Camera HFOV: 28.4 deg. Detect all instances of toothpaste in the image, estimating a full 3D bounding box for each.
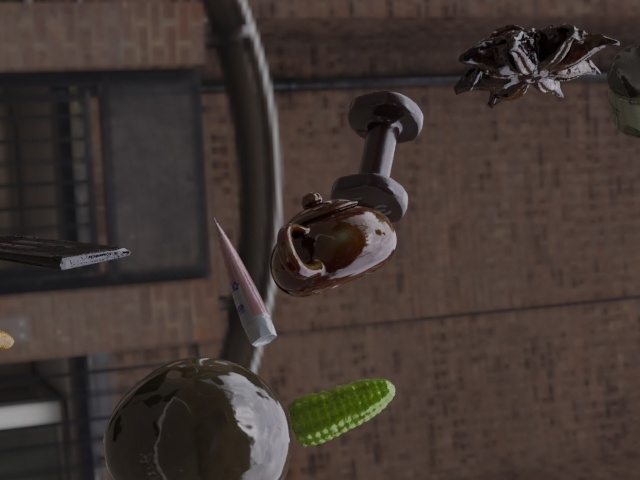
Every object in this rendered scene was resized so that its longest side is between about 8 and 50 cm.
[{"bbox_3d":[-0.118,0.061,1.857,0.067,0.043,0.194,80,-13,-68],"label":"toothpaste"}]

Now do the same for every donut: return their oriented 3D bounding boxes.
[{"bbox_3d":[-0.542,0.179,2.095,0.038,0.083,0.067,6,-93,25],"label":"donut"}]

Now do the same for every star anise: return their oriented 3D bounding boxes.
[{"bbox_3d":[0.326,-0.293,1.984,0.272,0.272,0.102,136,-52,-63],"label":"star anise"}]

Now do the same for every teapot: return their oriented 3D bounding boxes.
[{"bbox_3d":[0.000,0.000,1.699,0.178,0.252,0.135,-28,-98,23],"label":"teapot"}]

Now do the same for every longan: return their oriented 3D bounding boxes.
[{"bbox_3d":[-0.139,0.232,1.478,0.196,0.220,0.196,-165,-90,-77],"label":"longan"}]

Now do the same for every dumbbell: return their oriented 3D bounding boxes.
[{"bbox_3d":[0.101,-0.146,2.246,0.140,0.124,0.225,-5,-125,29],"label":"dumbbell"}]

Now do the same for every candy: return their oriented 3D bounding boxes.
[{"bbox_3d":[0.041,0.311,2.354,0.097,0.210,0.096,-23,90,-85],"label":"candy"}]

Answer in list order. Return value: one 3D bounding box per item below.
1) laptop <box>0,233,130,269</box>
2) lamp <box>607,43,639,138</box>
[{"bbox_3d":[-0.348,0.009,1.561,0.197,0.135,0.016,7,-80,29],"label":"laptop"},{"bbox_3d":[0.459,-0.187,1.735,0.215,0.121,0.121,33,39,-59],"label":"lamp"}]
